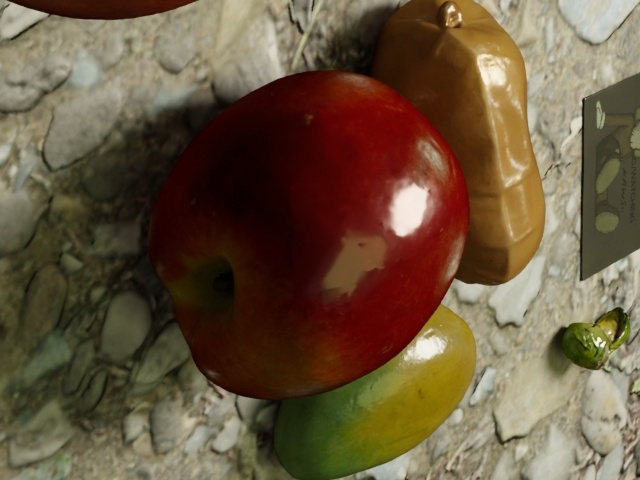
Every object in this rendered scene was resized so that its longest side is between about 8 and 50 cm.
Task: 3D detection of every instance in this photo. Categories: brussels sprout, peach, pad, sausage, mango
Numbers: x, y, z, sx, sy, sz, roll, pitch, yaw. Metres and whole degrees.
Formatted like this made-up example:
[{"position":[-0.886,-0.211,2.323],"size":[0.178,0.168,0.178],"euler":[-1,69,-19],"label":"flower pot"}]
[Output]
[{"position":[0.266,0.095,1.642],"size":[0.083,0.046,0.051],"euler":[-15,125,-41],"label":"brussels sprout"},{"position":[0.000,0.000,1.216],"size":[0.243,0.199,0.243],"euler":[-26,129,-37],"label":"peach"},{"position":[0.288,-0.066,1.620],"size":[0.127,0.004,0.190],"euler":[-26,126,-35],"label":"pad"},{"position":[0.107,-0.078,1.341],"size":[0.120,0.136,0.241],"euler":[-35,126,-31],"label":"sausage"},{"position":[0.044,0.123,1.406],"size":[0.194,0.092,0.130],"euler":[-40,135,-13],"label":"mango"}]

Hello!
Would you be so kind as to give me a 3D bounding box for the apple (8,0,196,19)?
[{"position":[-0.113,-0.311,0.851],"size":[0.364,0.364,0.364],"euler":[-21,122,-38],"label":"apple"}]
